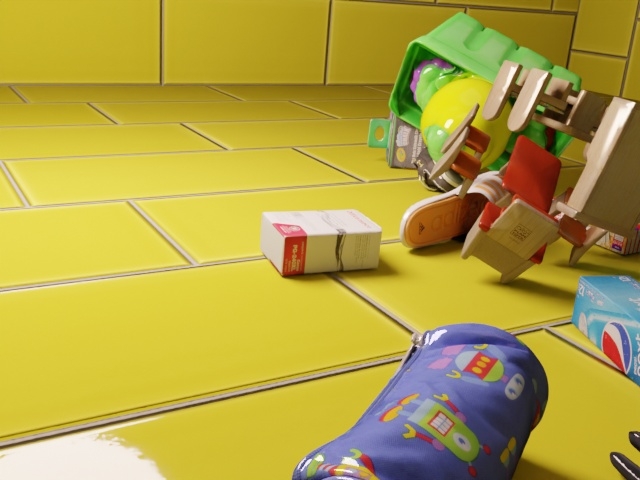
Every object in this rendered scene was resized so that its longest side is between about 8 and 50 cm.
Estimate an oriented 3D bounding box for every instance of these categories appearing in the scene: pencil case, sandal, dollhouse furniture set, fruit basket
[{"bbox_3d":[0.080,0.157,0.560,0.133,0.119,0.306,41,29,11],"label":"pencil case"},{"bbox_3d":[0.239,-0.034,1.207,0.265,0.102,0.076,-22,32,-36],"label":"sandal"},{"bbox_3d":[0.366,-0.128,1.069,0.212,0.161,0.242,17,15,-23],"label":"dollhouse furniture set"},{"bbox_3d":[0.305,-0.238,1.492,0.392,0.392,0.283,3,-26,-6],"label":"fruit basket"},{"bbox_3d":[0.303,-0.069,1.103,0.262,0.135,0.259,32,45,-2],"label":"dollhouse furniture set"}]

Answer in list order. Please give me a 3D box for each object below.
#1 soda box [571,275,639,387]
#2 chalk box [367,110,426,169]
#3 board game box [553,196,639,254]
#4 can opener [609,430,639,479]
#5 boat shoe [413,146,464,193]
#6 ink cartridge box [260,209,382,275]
[{"bbox_3d":[0.368,0.109,0.849,0.071,0.067,0.210,1,19,-10],"label":"soda box"},{"bbox_3d":[0.217,-0.241,1.730,0.213,0.132,0.132,6,19,1],"label":"chalk box"},{"bbox_3d":[0.508,-0.032,1.324,0.146,0.045,0.193,-7,22,-30],"label":"board game box"},{"bbox_3d":[0.298,0.211,0.581,0.059,0.073,0.186,-43,31,-10],"label":"can opener"},{"bbox_3d":[0.238,-0.138,1.542,0.081,0.069,0.228,39,17,-14],"label":"boat shoe"},{"bbox_3d":[0.000,0.000,1.088,0.150,0.063,0.109,-2,20,-21],"label":"ink cartridge box"}]
